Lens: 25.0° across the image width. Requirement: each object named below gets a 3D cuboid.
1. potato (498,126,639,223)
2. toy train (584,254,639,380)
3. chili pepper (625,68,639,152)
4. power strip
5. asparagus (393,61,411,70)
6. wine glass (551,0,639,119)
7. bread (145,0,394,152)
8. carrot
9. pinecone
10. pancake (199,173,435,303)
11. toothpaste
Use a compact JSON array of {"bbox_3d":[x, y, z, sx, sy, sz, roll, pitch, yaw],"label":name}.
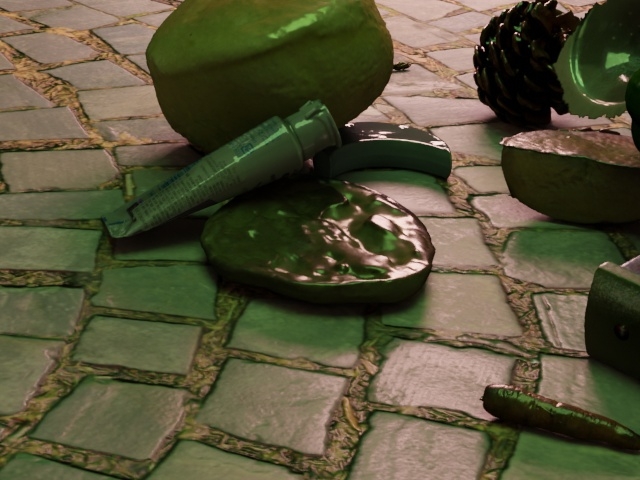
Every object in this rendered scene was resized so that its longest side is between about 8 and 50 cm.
[{"bbox_3d":[0.353,-0.085,1.865,0.243,0.098,0.138,10,24,13],"label":"potato"},{"bbox_3d":[0.435,0.089,1.481,0.202,0.131,0.299,-22,36,-40],"label":"toy train"},{"bbox_3d":[0.474,-0.103,1.617,0.167,0.213,0.385,-39,27,0],"label":"chili pepper"},{"bbox_3d":[0.063,-0.119,1.953,0.216,0.044,0.137,-2,26,-14],"label":"power strip"},{"bbox_3d":[0.073,-0.273,2.311,0.166,0.013,0.016,-8,-13,-27],"label":"asparagus"},{"bbox_3d":[0.513,-0.221,1.969,0.323,0.238,0.238,20,14,-34],"label":"wine glass"},{"bbox_3d":[-0.060,-0.235,1.919,0.320,0.237,0.320,-24,28,13],"label":"bread"},{"bbox_3d":[0.232,0.171,1.389,0.165,0.036,0.035,16,28,17],"label":"carrot"},{"bbox_3d":[0.315,-0.269,2.119,0.179,0.205,0.184,-22,65,-26],"label":"pinecone"},{"bbox_3d":[0.000,0.000,1.691,0.294,0.050,0.294,4,27,-2],"label":"pancake"},{"bbox_3d":[-0.121,-0.078,1.734,0.299,0.073,0.114,-26,22,-7],"label":"toothpaste"}]
